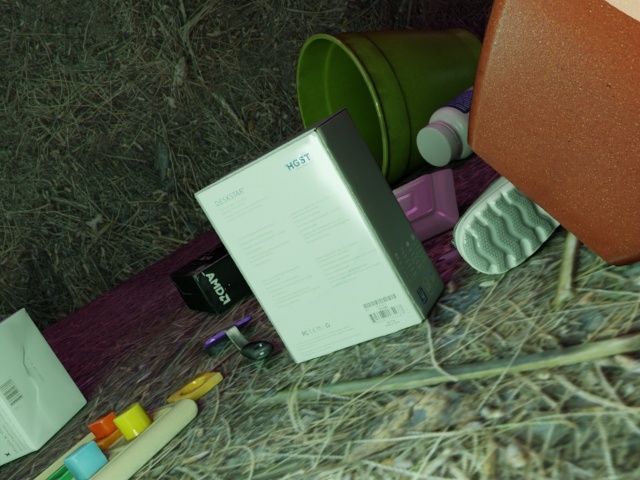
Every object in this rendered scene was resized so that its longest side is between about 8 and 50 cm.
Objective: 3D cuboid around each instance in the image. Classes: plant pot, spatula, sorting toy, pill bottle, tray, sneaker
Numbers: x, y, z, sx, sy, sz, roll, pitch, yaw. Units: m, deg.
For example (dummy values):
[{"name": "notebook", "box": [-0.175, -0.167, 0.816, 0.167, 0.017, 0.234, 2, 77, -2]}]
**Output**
[{"name": "plant pot", "box": [0.186, -0.316, 1.739, 0.353, 0.366, 0.366, -21, 6, -23]}, {"name": "spatula", "box": [-0.108, 0.139, 1.078, 0.084, 0.030, 0.296, -30, 9, -16]}, {"name": "sorting toy", "box": [-0.263, 0.247, 0.935, 0.196, 0.047, 0.348, -21, 13, 44]}, {"name": "pill bottle", "box": [0.281, -0.226, 1.552, 0.187, 0.112, 0.112, -35, 11, -31]}, {"name": "plant pot", "box": [0.280, -0.138, 0.653, 0.267, 0.267, 0.235, -37, -17, -38]}, {"name": "tray", "box": [0.080, -0.020, 1.191, 0.270, 0.030, 0.145, -26, 34, 22]}, {"name": "sneaker", "box": [0.256, -0.072, 0.864, 0.281, 0.105, 0.115, -31, 10, -5]}]

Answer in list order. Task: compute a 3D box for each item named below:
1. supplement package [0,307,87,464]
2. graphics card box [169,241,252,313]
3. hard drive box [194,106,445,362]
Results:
[{"name": "supplement package", "box": [-0.538, 0.254, 1.268, 0.203, 0.194, 0.149, -27, 10, 23]}, {"name": "graphics card box", "box": [-0.105, 0.008, 1.553, 0.371, 0.094, 0.233, -33, 10, -21]}, {"name": "hard drive box", "box": [0.000, 0.000, 0.872, 0.181, 0.232, 0.089, -23, 12, 33]}]
